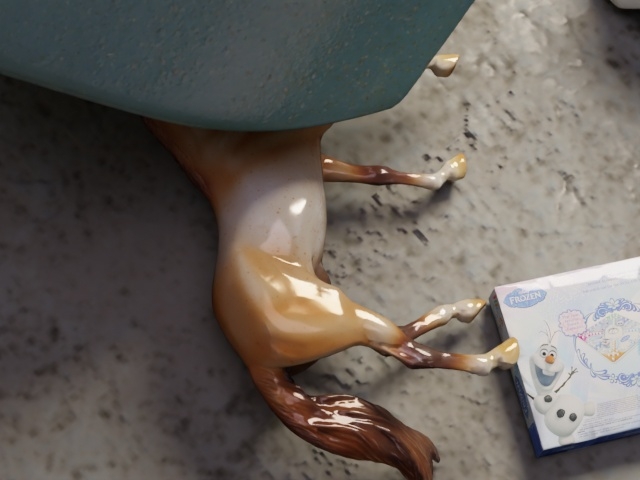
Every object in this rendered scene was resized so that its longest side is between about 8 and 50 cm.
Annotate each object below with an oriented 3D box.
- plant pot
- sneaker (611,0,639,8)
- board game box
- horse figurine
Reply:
[{"bbox_3d":[-0.039,-0.194,0.848,0.252,0.247,0.248,24,24,-31],"label":"plant pot"},{"bbox_3d":[0.277,-0.112,0.944,0.292,0.118,0.110,38,68,8],"label":"sneaker"},{"bbox_3d":[0.143,0.059,0.912,0.090,0.020,0.090,-11,71,-10],"label":"board game box"},{"bbox_3d":[0.000,0.000,0.898,0.174,0.066,0.263,-3,66,-13],"label":"horse figurine"}]
